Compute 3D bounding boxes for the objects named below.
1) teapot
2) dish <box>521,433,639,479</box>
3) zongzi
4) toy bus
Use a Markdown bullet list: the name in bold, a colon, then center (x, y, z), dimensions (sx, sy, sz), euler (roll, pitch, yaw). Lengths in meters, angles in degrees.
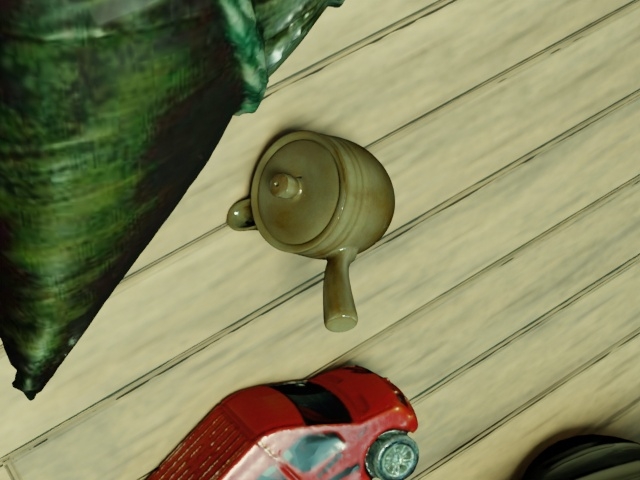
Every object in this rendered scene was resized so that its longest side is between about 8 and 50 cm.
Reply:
- **teapot**: center (0.000, 0.000, 0.686), dimensions (0.085, 0.110, 0.080), euler (-27, 157, 33)
- **dish**: center (0.194, 0.203, 0.891), dimensions (0.273, 0.133, 0.273), euler (-15, 150, -9)
- **zongzi**: center (-0.039, -0.142, 0.429), dimensions (0.383, 0.319, 0.362), euler (-22, 118, -26)
- **toy bus**: center (-0.035, 0.143, 0.739), dimensions (0.195, 0.081, 0.089), euler (-45, 119, -7)
